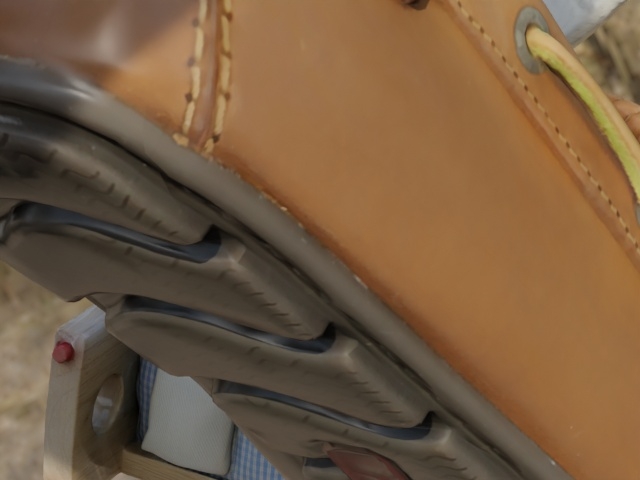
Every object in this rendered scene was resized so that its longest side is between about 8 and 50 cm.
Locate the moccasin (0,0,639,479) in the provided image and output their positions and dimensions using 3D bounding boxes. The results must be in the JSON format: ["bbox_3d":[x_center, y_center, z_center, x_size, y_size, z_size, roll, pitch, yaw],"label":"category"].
[{"bbox_3d":[0.043,0.008,0.484,0.139,0.380,0.147,3,61,43],"label":"moccasin"}]

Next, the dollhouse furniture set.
[{"bbox_3d":[0.000,0.000,0.626,0.129,0.184,0.129,15,22,19],"label":"dollhouse furniture set"}]

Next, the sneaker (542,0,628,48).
[{"bbox_3d":[0.095,-0.126,0.582,0.212,0.080,0.094,-54,-15,-1],"label":"sneaker"}]
